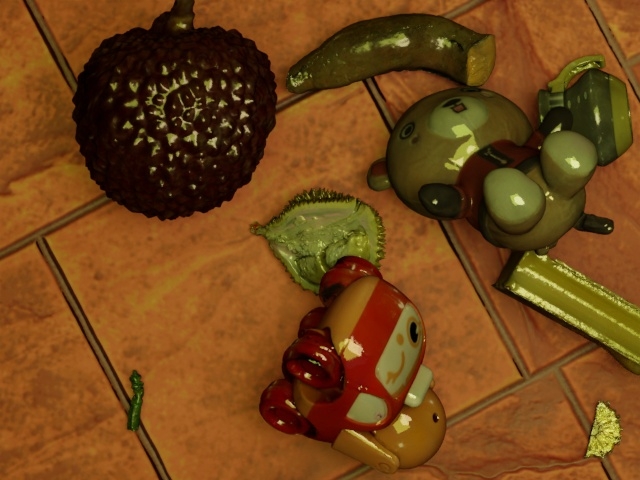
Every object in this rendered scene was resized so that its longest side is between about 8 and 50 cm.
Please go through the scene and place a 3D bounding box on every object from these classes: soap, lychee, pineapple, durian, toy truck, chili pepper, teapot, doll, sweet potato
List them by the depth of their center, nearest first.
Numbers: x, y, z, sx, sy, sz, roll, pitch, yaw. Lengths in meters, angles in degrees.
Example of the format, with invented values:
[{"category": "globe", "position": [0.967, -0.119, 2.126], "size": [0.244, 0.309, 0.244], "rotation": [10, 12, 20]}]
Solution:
[{"category": "doll", "position": [0.216, -0.088, 1.722], "size": [0.235, 0.330, 0.174], "rotation": [-36, 128, -11]}, {"category": "lychee", "position": [-0.185, -0.171, 1.739], "size": [0.264, 0.264, 0.300], "rotation": [9, 108, 0]}, {"category": "toy truck", "position": [0.069, 0.177, 1.739], "size": [0.239, 0.265, 0.189], "rotation": [27, 52, 2]}, {"category": "soap", "position": [0.342, 0.089, 1.789], "size": [0.233, 0.135, 0.076], "rotation": [32, 89, 0]}, {"category": "teapot", "position": [0.350, -0.176, 1.812], "size": [0.119, 0.130, 0.166], "rotation": [-6, 56, 15]}, {"category": "sweet potato", "position": [0.093, -0.246, 1.818], "size": [0.285, 0.085, 0.112], "rotation": [-8, 76, -1]}, {"category": "durian", "position": [0.000, 0.000, 1.819], "size": [0.208, 0.102, 0.146], "rotation": [6, 107, 25]}, {"category": "chili pepper", "position": [-0.250, 0.216, 1.841], "size": [0.022, 0.027, 0.083], "rotation": [5, 88, -7]}, {"category": "pineapple", "position": [0.387, 0.259, 1.842], "size": [0.045, 0.019, 0.083], "rotation": [11, 89, 6]}]
